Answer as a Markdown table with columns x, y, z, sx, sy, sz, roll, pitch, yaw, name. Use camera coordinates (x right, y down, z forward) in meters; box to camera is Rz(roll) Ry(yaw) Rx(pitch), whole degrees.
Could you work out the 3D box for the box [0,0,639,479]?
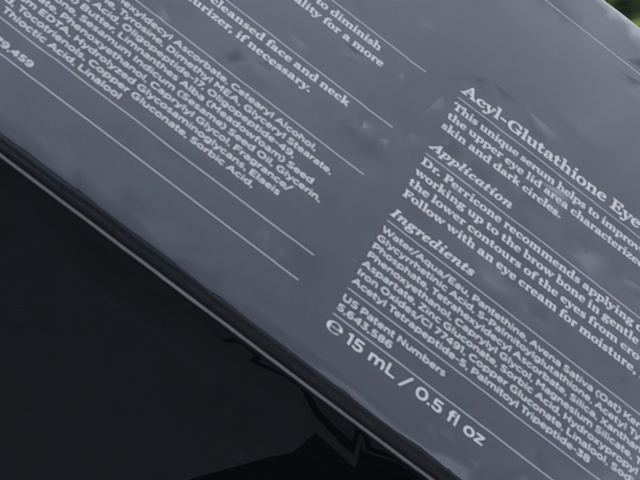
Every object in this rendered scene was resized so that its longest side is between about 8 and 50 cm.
| x | y | z | sx | sy | sz | roll | pitch | yaw | name |
| --- | --- | --- | --- | --- | --- | --- | --- | --- | --- |
| 0.000 | 0.000 | 0.444 | 0.261 | 0.184 | 0.103 | 38 | -48 | -4 | box |
